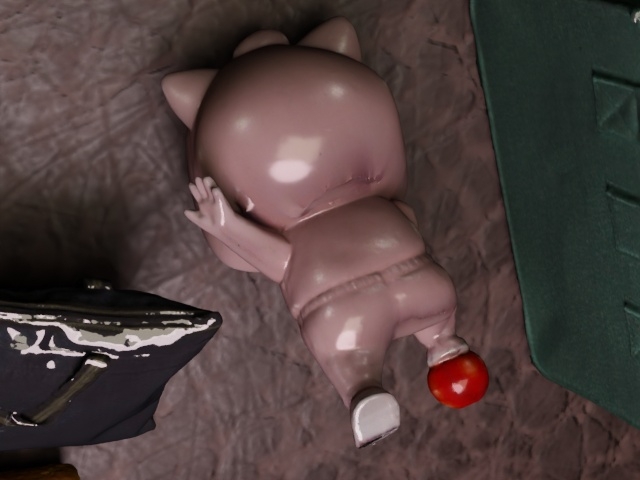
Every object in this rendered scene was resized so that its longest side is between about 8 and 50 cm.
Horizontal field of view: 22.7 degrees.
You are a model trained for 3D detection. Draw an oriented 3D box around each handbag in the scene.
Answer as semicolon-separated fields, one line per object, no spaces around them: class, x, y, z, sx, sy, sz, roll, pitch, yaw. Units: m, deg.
handbag;-0.207;0.084;1.041;0.254;0.211;0.088;4;63;-19
handbag;0.211;-0.031;1.101;0.089;0.238;0.326;-18;112;-17

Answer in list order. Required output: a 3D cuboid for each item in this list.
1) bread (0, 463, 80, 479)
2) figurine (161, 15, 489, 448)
bread;-0.247;0.221;1.093;0.172;0.132;0.103;-3;149;-17
figurine;0.000;0.000;1.068;0.176;0.186;0.287;-27;78;-19
